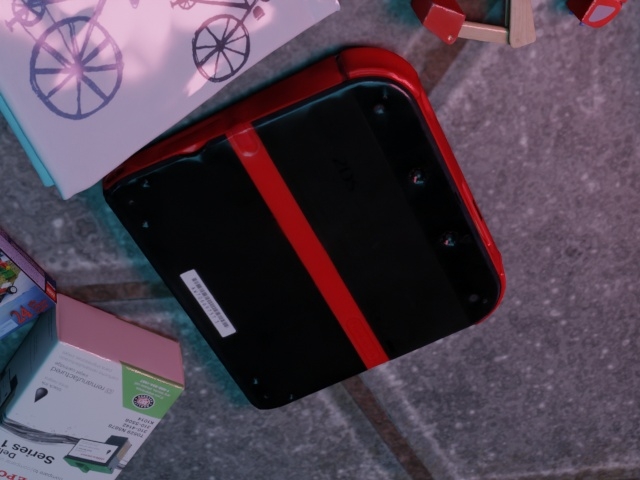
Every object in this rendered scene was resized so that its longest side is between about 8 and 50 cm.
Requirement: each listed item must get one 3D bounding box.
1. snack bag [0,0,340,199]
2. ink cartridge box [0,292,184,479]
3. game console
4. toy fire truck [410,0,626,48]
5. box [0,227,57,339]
[{"bbox_3d":[-0.163,-0.252,1.034,0.342,0.037,0.323,-38,127,-17],"label":"snack bag"},{"bbox_3d":[-0.277,0.188,1.346,0.160,0.092,0.219,25,115,-27],"label":"ink cartridge box"},{"bbox_3d":[0.000,0.000,1.313,0.342,0.060,0.386,-23,126,10],"label":"game console"},{"bbox_3d":[0.202,-0.240,1.188,0.192,0.047,0.135,18,119,-25],"label":"toy fire truck"},{"bbox_3d":[-0.418,0.066,1.256,0.233,0.044,0.159,-32,126,10],"label":"box"}]
